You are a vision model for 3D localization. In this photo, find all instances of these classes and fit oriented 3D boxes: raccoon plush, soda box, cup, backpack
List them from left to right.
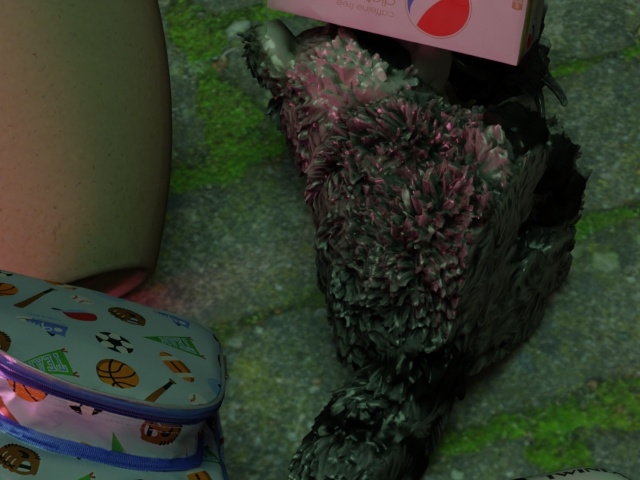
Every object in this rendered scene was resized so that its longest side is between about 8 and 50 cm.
[{"bbox_3d":[-0.251,-0.055,1.382,0.331,0.331,0.237,-20,80,-11],"label":"cup"},{"bbox_3d":[-0.174,0.153,1.185,0.277,0.213,0.263,11,26,-13],"label":"backpack"},{"bbox_3d":[0.000,0.000,1.378,0.299,0.216,0.446,24,58,29],"label":"raccoon plush"},{"bbox_3d":[0.070,-0.206,1.397,0.216,0.074,0.069,15,30,14],"label":"soda box"}]

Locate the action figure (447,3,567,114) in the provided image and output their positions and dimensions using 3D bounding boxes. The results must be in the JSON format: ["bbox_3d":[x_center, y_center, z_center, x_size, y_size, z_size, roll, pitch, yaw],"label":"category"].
[{"bbox_3d":[0.127,-0.215,1.528,0.276,0.164,0.141,43,55,10],"label":"action figure"}]

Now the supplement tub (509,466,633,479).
[{"bbox_3d":[0.108,0.269,1.158,0.338,0.207,0.207,-12,54,-5],"label":"supplement tub"}]
